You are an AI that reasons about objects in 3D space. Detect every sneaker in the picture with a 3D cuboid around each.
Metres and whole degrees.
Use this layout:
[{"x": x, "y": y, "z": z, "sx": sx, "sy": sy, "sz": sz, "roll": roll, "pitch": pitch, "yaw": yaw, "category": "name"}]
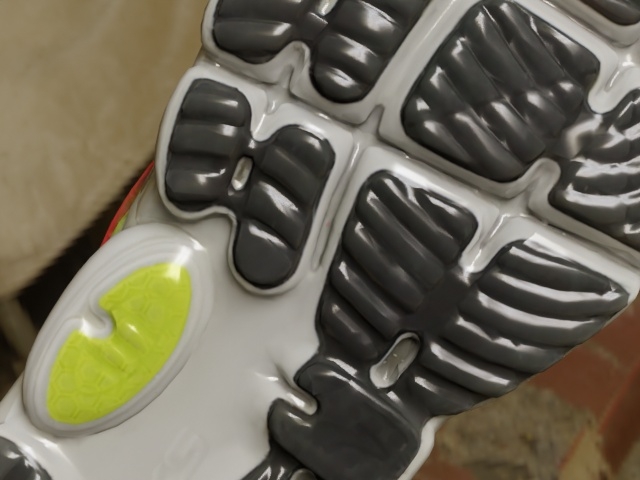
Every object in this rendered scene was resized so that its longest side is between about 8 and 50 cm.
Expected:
[{"x": 0.000, "y": 0.000, "z": 0.413, "sx": 0.279, "sy": 0.107, "sz": 0.118, "roll": -49, "pitch": 5, "yaw": 8, "category": "sneaker"}]
